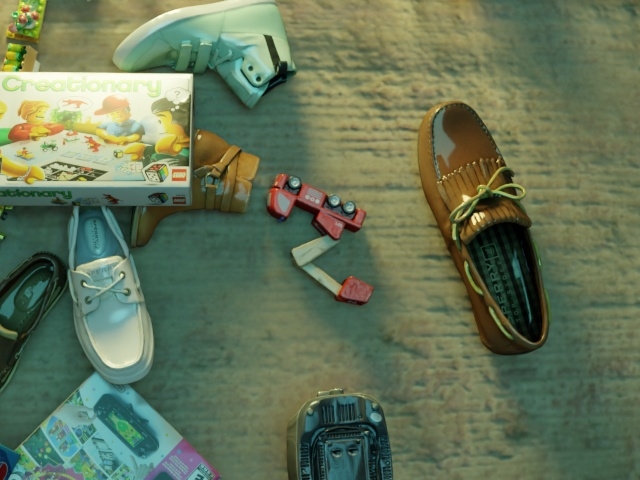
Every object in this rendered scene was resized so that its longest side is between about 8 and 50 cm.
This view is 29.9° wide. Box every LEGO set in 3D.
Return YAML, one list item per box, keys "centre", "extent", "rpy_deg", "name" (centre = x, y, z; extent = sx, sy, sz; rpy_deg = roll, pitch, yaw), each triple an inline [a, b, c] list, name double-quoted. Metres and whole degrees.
- centre: [-0.365, -0.358, 1.674]
  extent: [0.132, 0.107, 0.287]
  rpy_deg: [45, 75, -2]
  name: "LEGO set"

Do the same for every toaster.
- centre: [0.023, 0.316, 1.623]
  extent: [0.129, 0.146, 0.227]
  rpy_deg: [-4, 81, -11]
  name: "toaster"

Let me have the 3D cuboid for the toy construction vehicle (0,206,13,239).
- centre: [-0.467, -0.033, 1.638]
  extent: [0.086, 0.035, 0.098]
  rpy_deg: [28, 77, -6]
  name: "toy construction vehicle"

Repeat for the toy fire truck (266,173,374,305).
- centre: [0.000, 0.000, 1.721]
  extent: [0.192, 0.047, 0.135]
  rpy_deg: [24, 78, -6]
  name: "toy fire truck"

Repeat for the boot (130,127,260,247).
- centre: [-0.177, -0.061, 1.684]
  extent: [0.152, 0.073, 0.197]
  rpy_deg: [21, 79, -10]
  name: "boot"

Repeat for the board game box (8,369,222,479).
- centre: [-0.314, 0.347, 1.577]
  extent: [0.224, 0.097, 0.303]
  rpy_deg: [45, 76, -1]
  name: "board game box"

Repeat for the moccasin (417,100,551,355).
- centre: [0.238, -0.021, 1.721]
  extent: [0.139, 0.147, 0.380]
  rpy_deg: [-10, 83, -13]
  name: "moccasin"

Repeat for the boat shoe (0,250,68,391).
- centre: [-0.431, 0.120, 1.589]
  extent: [0.095, 0.095, 0.257]
  rpy_deg: [31, 76, -5]
  name: "boat shoe"

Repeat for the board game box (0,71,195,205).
- centre: [-0.325, -0.138, 1.623]
  extent: [0.305, 0.053, 0.193]
  rpy_deg: [0, 59, -4]
  name: "board game box"

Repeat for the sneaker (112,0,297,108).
- centre: [-0.156, -0.252, 1.702]
  extent: [0.256, 0.094, 0.151]
  rpy_deg: [-20, 79, -16]
  name: "sneaker"

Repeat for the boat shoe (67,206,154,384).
- centre: [-0.289, 0.056, 1.581]
  extent: [0.098, 0.096, 0.277]
  rpy_deg: [-15, 61, -12]
  name: "boat shoe"

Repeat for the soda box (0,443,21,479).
- centre: [-0.488, 0.257, 1.518]
  extent: [0.210, 0.067, 0.071]
  rpy_deg: [19, 74, 26]
  name: "soda box"
